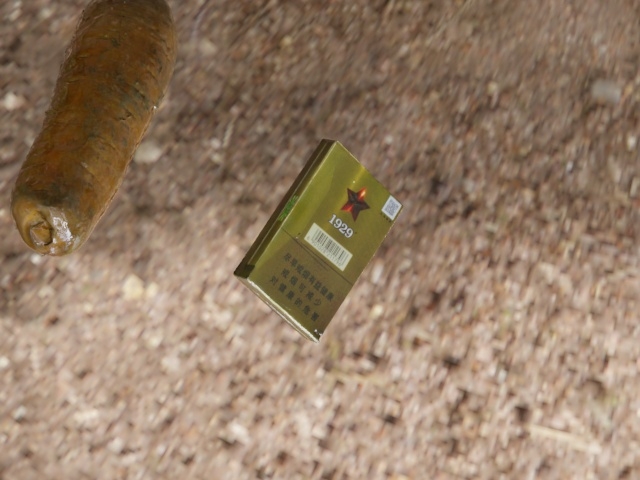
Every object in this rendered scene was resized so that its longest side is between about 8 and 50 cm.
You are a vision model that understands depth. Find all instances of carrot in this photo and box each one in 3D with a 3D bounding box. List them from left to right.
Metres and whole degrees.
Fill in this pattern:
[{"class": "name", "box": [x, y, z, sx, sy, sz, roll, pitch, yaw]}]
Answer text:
[{"class": "carrot", "box": [-0.119, -0.066, 0.951, 0.060, 0.186, 0.060, 8, 141, 7]}]

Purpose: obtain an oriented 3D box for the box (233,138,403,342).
[{"class": "box", "box": [0.000, 0.000, 1.373, 0.090, 0.133, 0.023, 42, 163, -35]}]
